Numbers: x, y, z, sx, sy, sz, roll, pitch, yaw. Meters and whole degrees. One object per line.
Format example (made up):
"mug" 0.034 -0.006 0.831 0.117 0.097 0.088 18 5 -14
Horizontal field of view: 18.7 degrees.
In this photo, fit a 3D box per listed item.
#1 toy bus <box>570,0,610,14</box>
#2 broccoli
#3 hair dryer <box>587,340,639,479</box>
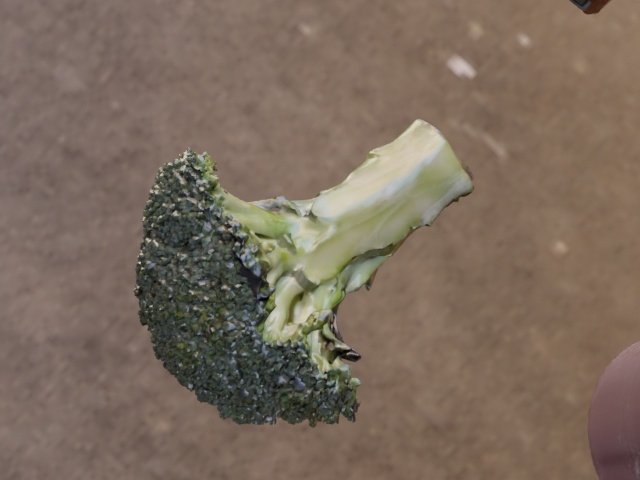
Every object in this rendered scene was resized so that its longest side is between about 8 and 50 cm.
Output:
"toy bus" 0.221 -0.258 1.151 0.092 0.409 0.093 45 71 2
"broccoli" -0.019 -0.010 1.776 0.252 0.221 0.361 24 49 8
"hair dryer" 0.276 -0.006 1.135 0.125 0.210 0.352 15 75 -21
